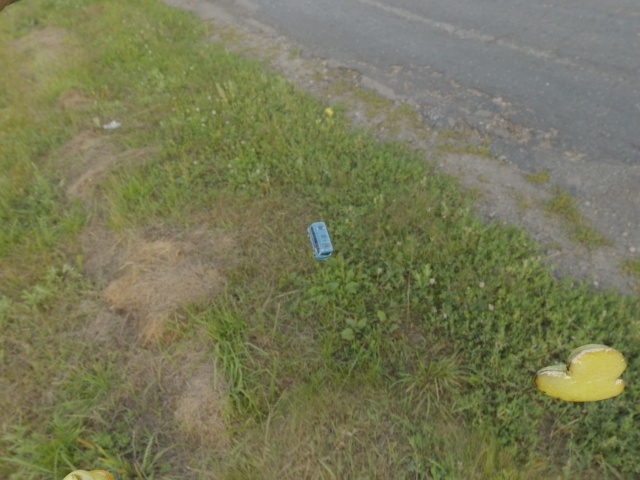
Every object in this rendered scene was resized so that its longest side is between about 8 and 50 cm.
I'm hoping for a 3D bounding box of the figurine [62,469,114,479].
[{"bbox_3d":[-0.430,0.514,0.793,0.131,0.156,0.246,-27,12,-30],"label":"figurine"}]

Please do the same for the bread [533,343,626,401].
[{"bbox_3d":[0.553,0.276,0.935,0.187,0.149,0.065,-4,30,9],"label":"bread"}]

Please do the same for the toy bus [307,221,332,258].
[{"bbox_3d":[0.000,0.000,1.037,0.038,0.046,0.083,-5,67,-28],"label":"toy bus"}]

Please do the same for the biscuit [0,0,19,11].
[{"bbox_3d":[-0.350,-0.245,0.435,0.283,0.064,0.432,-5,55,21],"label":"biscuit"}]
